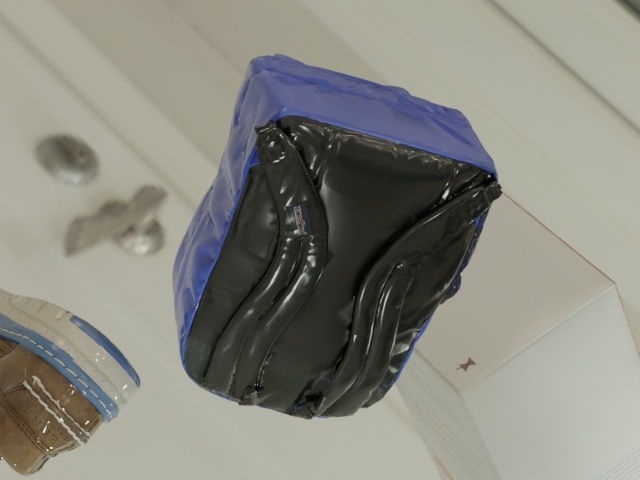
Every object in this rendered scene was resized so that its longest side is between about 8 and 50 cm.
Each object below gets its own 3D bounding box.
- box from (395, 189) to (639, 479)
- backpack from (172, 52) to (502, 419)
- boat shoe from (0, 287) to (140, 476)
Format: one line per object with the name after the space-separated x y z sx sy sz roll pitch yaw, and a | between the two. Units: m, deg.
0.189 0.150 1.458 0.168 0.215 0.345 -34 130 -9 | box
0.000 0.000 0.578 0.101 0.098 0.120 -105 -147 -63 | backpack
-0.145 0.056 0.643 0.066 0.066 0.183 -48 -158 -22 | boat shoe
